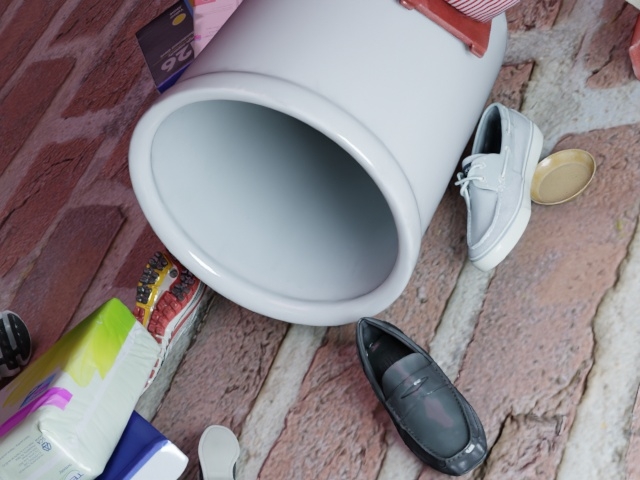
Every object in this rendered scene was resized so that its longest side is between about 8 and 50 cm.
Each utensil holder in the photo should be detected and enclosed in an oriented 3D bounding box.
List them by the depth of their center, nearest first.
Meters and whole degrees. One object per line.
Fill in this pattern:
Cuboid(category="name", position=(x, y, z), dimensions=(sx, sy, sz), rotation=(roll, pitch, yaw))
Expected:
Cuboid(category="utensil holder", position=(0.013, -0.151, 1.416), dimensions=(0.328, 0.327, 0.385), rotation=(-7, 38, 35))

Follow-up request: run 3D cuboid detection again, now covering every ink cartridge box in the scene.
Cuboid(category="ink cartridge box", position=(-0.127, -0.296, 1.875), dimensions=(0.115, 0.067, 0.198), rotation=(-8, 70, 16))
Cuboid(category="ink cartridge box", position=(-0.142, -0.341, 1.993), dimensions=(0.304, 0.072, 0.307), rotation=(-34, 34, 4))

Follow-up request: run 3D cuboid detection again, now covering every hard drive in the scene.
Cuboid(category="hard drive", position=(-0.252, 0.275, 1.319), dimensions=(0.210, 0.040, 0.319), rotation=(-46, 11, -12))

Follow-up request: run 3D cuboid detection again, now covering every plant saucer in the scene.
Cuboid(category="plant saucer", position=(0.271, -0.068, 1.391), dimensions=(0.083, 0.015, 0.083), rotation=(-23, 38, 20))

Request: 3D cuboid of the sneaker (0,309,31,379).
Cuboid(category="sneaker", position=(-0.537, 0.173, 1.659), dimensions=(0.292, 0.110, 0.118), rotation=(-15, 7, -40))

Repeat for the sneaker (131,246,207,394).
Cuboid(category="sneaker", position=(-0.204, 0.116, 1.543), dimensions=(0.088, 0.093, 0.225), rotation=(32, 87, 19))

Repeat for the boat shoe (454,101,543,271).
Cuboid(category="boat shoe", position=(0.187, -0.065, 1.386), dimensions=(0.079, 0.081, 0.227), rotation=(-37, 25, 45))

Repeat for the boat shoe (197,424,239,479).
Cuboid(category="boat shoe", position=(-0.110, 0.253, 1.340), dimensions=(0.046, 0.038, 0.125), rotation=(5, 36, -15))

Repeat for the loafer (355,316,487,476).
Cuboid(category="loafer", position=(0.092, 0.153, 1.246), dimensions=(0.076, 0.078, 0.223), rotation=(-38, 36, 0))

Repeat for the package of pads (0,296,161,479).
Cuboid(category="package of pads", position=(-0.311, 0.216, 1.374), dimensions=(0.229, 0.101, 0.296), rotation=(-39, 13, 20))

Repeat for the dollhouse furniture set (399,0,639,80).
Cuboid(category="dollhouse furniture set", position=(0.301, -0.259, 1.328), dimensions=(0.201, 0.374, 0.152), rotation=(-33, 35, 52))
